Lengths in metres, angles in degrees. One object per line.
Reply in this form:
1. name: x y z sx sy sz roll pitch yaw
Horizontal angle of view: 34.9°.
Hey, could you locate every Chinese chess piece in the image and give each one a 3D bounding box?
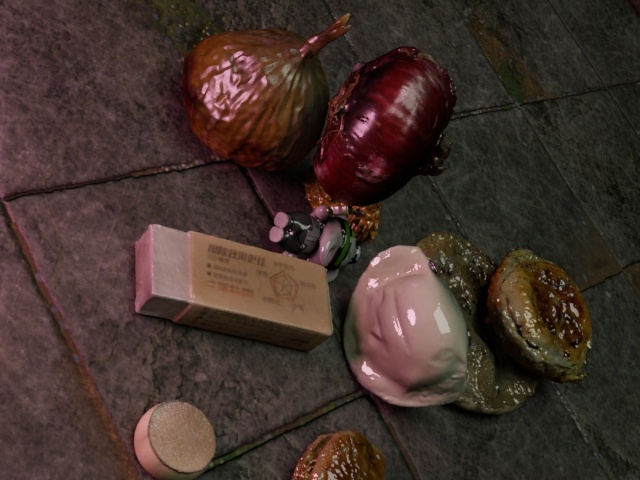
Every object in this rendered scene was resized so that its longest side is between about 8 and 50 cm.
1. Chinese chess piece: -0.214 0.296 1.497 0.122 0.051 0.122 23 46 -26

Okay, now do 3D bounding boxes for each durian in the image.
1. durian: 0.056 -0.099 1.985 0.132 0.165 0.182 39 64 -61

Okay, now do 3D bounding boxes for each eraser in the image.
1. eraser: -0.141 0.082 1.697 0.344 0.078 0.144 16 51 -31

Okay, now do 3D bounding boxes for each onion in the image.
1. onion: 0.120 -0.191 1.795 0.232 0.314 0.314 34 43 -10

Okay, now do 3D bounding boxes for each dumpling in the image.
1. dumpling: 0.148 0.162 1.811 0.175 0.227 0.243 57 18 -45

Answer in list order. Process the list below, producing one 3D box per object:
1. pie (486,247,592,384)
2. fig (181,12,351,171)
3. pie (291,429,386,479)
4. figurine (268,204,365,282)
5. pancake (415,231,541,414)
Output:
1. pie: 0.442 0.151 2.039 0.308 0.085 0.308 27 45 -31
2. fig: -0.066 -0.306 1.839 0.286 0.369 0.286 30 41 -29
3. pie: 0.039 0.388 1.631 0.163 0.079 0.193 45 42 -11
4. figurine: 0.000 0.000 1.857 0.192 0.126 0.147 19 85 -38
5. pancake: 0.290 0.164 2.007 0.387 0.082 0.386 24 51 -32
